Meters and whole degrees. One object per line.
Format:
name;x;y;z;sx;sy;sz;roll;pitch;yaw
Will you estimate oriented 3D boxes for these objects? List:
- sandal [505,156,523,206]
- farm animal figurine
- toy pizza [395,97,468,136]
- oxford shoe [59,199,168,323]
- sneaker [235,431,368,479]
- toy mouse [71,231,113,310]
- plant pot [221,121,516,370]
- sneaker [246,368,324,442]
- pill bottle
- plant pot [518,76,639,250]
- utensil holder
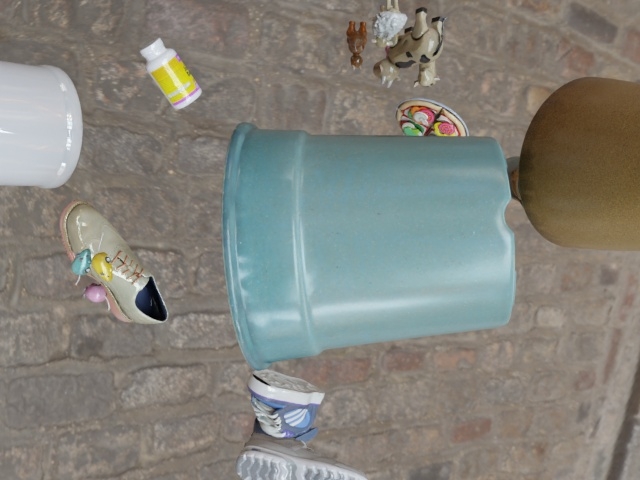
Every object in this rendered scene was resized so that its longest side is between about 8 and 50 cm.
sandal;0.408;-0.099;1.259;0.090;0.219;0.060;-33;132;18
farm animal figurine;0.241;-0.520;1.829;0.330;0.327;0.172;7;82;-23
toy pizza;0.278;-0.285;1.641;0.201;0.201;0.032;42;67;-32
oxford shoe;-0.495;0.059;1.606;0.140;0.146;0.397;-59;143;-34
sneaker;-0.029;0.460;1.346;0.281;0.115;0.105;19;116;-3
toy mouse;-0.493;0.078;1.369;0.031;0.143;0.161;-13;87;-54
plant pot;0.074;-0.001;0.876;0.334;0.341;0.341;-3;108;6
sneaker;-0.122;0.461;1.624;0.236;0.130;0.323;-61;150;-3
pill bottle;-0.189;-0.210;0.810;0.043;0.043;0.083;-42;119;-14
plant pot;0.418;-0.082;0.787;0.237;0.254;0.237;-5;103;-23
utensil holder;-0.849;-0.291;1.595;0.385;0.328;0.327;-6;108;-49
